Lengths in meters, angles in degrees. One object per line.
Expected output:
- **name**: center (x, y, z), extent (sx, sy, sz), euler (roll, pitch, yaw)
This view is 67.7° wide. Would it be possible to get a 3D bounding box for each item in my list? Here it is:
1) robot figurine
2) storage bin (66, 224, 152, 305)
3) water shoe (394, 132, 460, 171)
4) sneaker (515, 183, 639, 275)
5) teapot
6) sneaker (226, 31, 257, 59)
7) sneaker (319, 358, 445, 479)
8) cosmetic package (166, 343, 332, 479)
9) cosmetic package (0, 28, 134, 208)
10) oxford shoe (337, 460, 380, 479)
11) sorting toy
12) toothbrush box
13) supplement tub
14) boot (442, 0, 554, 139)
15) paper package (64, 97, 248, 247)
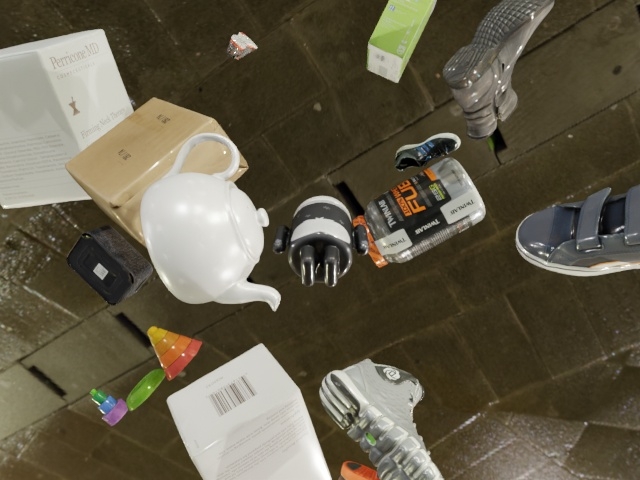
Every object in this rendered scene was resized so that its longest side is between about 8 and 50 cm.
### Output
- **robot figurine**: center (0.002, 0.002, 1.275), extent (0.209, 0.278, 0.173), euler (32, 122, -21)
- **storage bin**: center (-0.548, 0.064, 1.242), extent (0.180, 0.084, 0.122), euler (44, 112, 0)
- **water shoe**: center (0.314, -0.249, 1.403), extent (0.203, 0.080, 0.073), euler (-12, 139, 39)
- **sneaker**: center (0.437, -0.023, 0.661), extent (0.321, 0.126, 0.127), euler (3, 150, 32)
- **teapot**: center (-0.187, -0.023, 0.858), extent (0.187, 0.253, 0.256), euler (-19, 130, 3)
- **sneaker**: center (-0.241, -0.573, 1.418), extent (0.061, 0.158, 0.065), euler (44, 115, -4)
- **sneaker**: center (0.114, 0.239, 0.607), extent (0.229, 0.132, 0.086), euler (49, 129, 22)
- **cosmetic package**: center (-0.106, 0.401, 0.862), extent (0.197, 0.155, 0.366), euler (-26, 123, -22)
- **cosmetic package**: center (-0.763, -0.347, 1.363), extent (0.327, 0.329, 0.394), euler (-5, 121, 10)
- **oxford shoe**: center (0.164, 0.630, 1.129), extent (0.271, 0.097, 0.098), euler (20, 88, 22)
- **sorting toy**: center (-0.469, 0.336, 1.226), extent (0.365, 0.127, 0.126), euler (-40, 102, 18)
- **toothbrush box**: center (0.257, -0.671, 1.481), extent (0.122, 0.206, 0.283), euler (27, 91, 4)
- **supplement tub**: center (0.277, -0.072, 1.378), extent (0.338, 0.207, 0.207), euler (-30, 113, 9)
- **boot**: center (0.453, -0.431, 1.182), extent (0.338, 0.118, 0.223), euler (-43, 132, 0)
- **paper package**: center (-0.393, -0.171, 1.140), extent (0.309, 0.324, 0.168), euler (-46, 134, -19)
